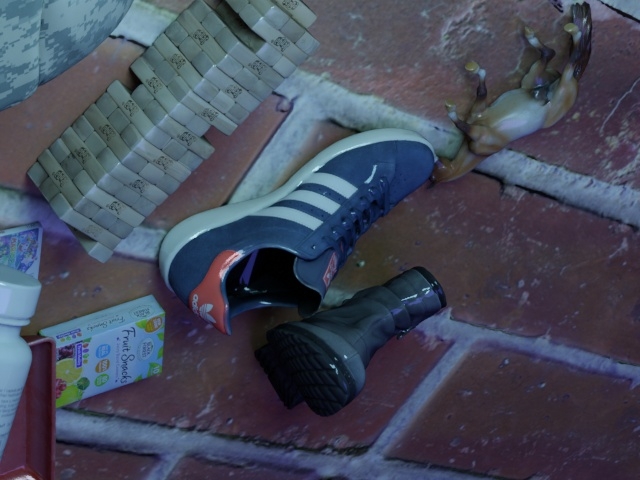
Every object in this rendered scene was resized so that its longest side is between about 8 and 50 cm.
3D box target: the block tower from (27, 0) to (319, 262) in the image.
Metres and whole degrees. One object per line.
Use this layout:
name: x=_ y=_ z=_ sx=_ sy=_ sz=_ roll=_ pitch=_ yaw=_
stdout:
block tower: x=-0.150 y=-0.135 z=1.864 sx=0.335 sy=0.091 sz=0.097 roll=-46 pitch=141 yaw=7

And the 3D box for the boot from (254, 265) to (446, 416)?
boot: x=0.051 y=0.099 z=2.154 sx=0.222 sy=0.118 sz=0.338 roll=-30 pitch=-175 yaw=-12

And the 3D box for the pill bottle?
pill bottle: x=-0.366 y=0.137 z=1.870 sx=0.131 sy=0.131 sz=0.229 roll=12 pitch=99 yaw=-45

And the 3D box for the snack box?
snack box: x=-0.248 y=0.126 z=2.086 sx=0.141 sy=0.037 sz=0.100 roll=-18 pitch=138 yaw=-26

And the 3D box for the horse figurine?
horse figurine: x=0.230 y=-0.168 z=2.159 sx=0.263 sy=0.066 sz=0.174 roll=-34 pitch=146 yaw=-10

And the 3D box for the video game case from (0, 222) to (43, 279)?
video game case: x=-0.351 y=0.028 z=1.925 sx=0.122 sy=0.011 sz=0.087 roll=-14 pitch=135 yaw=-29

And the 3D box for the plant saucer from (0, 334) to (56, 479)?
plant saucer: x=-0.420 y=0.220 z=2.031 sx=0.259 sy=0.048 sz=0.258 roll=-18 pitch=137 yaw=-26

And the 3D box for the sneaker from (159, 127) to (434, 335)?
sneaker: x=0.000 y=0.000 z=2.074 sx=0.350 sy=0.148 sz=0.131 roll=-29 pitch=141 yaw=-14

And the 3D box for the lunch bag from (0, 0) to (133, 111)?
lunch bag: x=-0.258 y=-0.259 z=1.510 sx=0.256 sy=0.212 sz=0.305 roll=-28 pitch=163 yaw=-21
